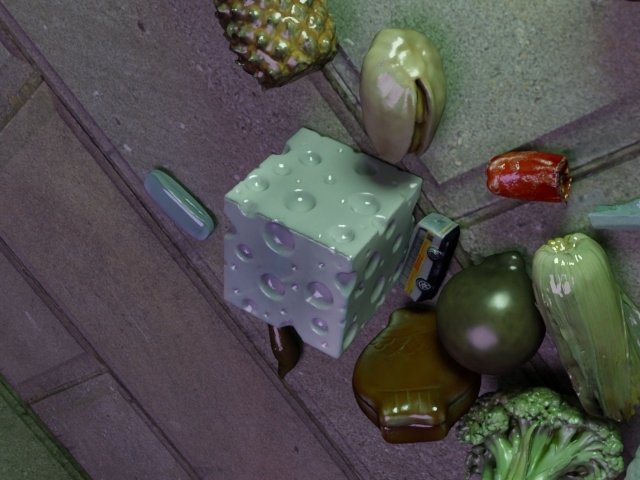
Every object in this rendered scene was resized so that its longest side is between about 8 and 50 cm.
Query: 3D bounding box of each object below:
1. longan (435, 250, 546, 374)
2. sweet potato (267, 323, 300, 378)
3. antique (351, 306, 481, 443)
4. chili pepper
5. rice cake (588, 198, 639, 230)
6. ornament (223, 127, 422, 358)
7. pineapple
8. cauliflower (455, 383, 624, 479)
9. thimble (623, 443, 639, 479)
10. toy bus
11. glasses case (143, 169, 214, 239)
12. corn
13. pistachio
[{"bbox_3d":[0.275,0.112,1.395,0.185,0.159,0.204,26,101,37],"label":"longan"},{"bbox_3d":[-0.081,0.200,1.834,0.069,0.059,0.249,-126,20,-56],"label":"sweet potato"},{"bbox_3d":[0.166,0.236,1.504,0.223,0.278,0.129,-8,125,8],"label":"antique"},{"bbox_3d":[0.299,-0.094,1.262,0.123,0.073,0.070,7,86,33],"label":"chili pepper"},{"bbox_3d":[0.462,-0.036,1.201,0.180,0.030,0.042,0,129,40],"label":"rice cake"},{"bbox_3d":[0.000,0.000,1.458,0.239,0.240,0.240,25,136,20],"label":"ornament"},{"bbox_3d":[-0.105,-0.406,1.282,0.175,0.175,0.361,-20,97,47],"label":"pineapple"},{"bbox_3d":[0.363,0.393,1.472,0.260,0.281,0.327,22,153,-17],"label":"cauliflower"},{"bbox_3d":[0.552,0.445,1.404,0.157,0.217,0.245,26,153,26],"label":"thimble"},{"bbox_3d":[0.181,0.030,1.473,0.072,0.057,0.172,37,140,22],"label":"toy bus"},{"bbox_3d":[-0.291,-0.073,1.787,0.178,0.045,0.067,43,140,0],"label":"glasses case"},{"bbox_3d":[0.411,0.134,1.318,0.122,0.123,0.305,-9,118,42],"label":"corn"},{"bbox_3d":[0.119,-0.210,1.274,0.152,0.126,0.223,-125,20,-45],"label":"pistachio"}]
